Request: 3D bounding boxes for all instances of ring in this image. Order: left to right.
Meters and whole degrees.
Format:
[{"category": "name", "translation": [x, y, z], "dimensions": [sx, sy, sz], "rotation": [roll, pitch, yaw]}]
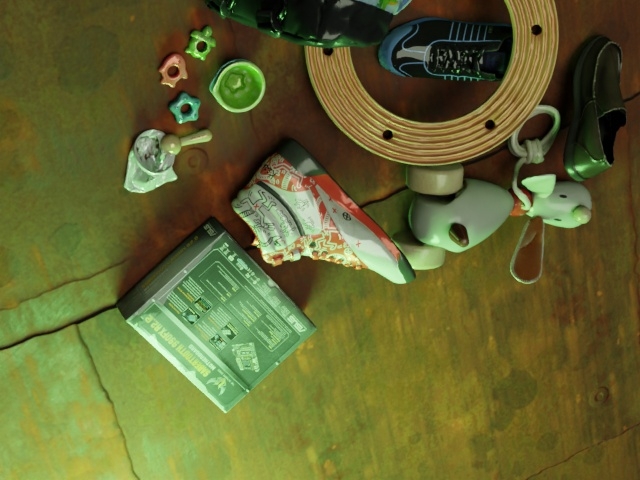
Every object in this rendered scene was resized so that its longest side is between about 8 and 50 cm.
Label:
[{"category": "ring", "translation": [0.146, -0.266, 1.667], "dimensions": [0.336, 0.032, 0.337], "rotation": [-1, 104, -3]}]

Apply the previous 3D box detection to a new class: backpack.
[{"category": "backpack", "translation": [0.027, -0.421, 1.475], "dimensions": [0.273, 0.290, 0.356], "rotation": [-6, 109, -32]}]

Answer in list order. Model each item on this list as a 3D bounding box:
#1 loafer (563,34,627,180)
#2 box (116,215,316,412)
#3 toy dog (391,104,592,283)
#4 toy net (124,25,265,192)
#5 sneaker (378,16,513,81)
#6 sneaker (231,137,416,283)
[{"category": "loafer", "translation": [0.414, -0.192, 1.824], "dimensions": [0.080, 0.078, 0.220], "rotation": [19, 77, -43]}, {"category": "box", "translation": [-0.141, 0.107, 1.756], "dimensions": [0.183, 0.056, 0.231], "rotation": [-43, 123, -1]}, {"category": "toy dog", "translation": [0.263, -0.038, 1.815], "dimensions": [0.333, 0.161, 0.220], "rotation": [-23, 121, -14]}, {"category": "toy net", "translation": [-0.181, -0.156, 1.619], "dimensions": [0.122, 0.045, 0.232], "rotation": [38, 94, -34]}, {"category": "sneaker", "translation": [0.198, -0.258, 1.722], "dimensions": [0.232, 0.090, 0.081], "rotation": [-9, 117, -22]}, {"category": "sneaker", "translation": [-0.001, -0.001, 1.735], "dimensions": [0.145, 0.090, 0.270], "rotation": [-44, 109, 1]}]
